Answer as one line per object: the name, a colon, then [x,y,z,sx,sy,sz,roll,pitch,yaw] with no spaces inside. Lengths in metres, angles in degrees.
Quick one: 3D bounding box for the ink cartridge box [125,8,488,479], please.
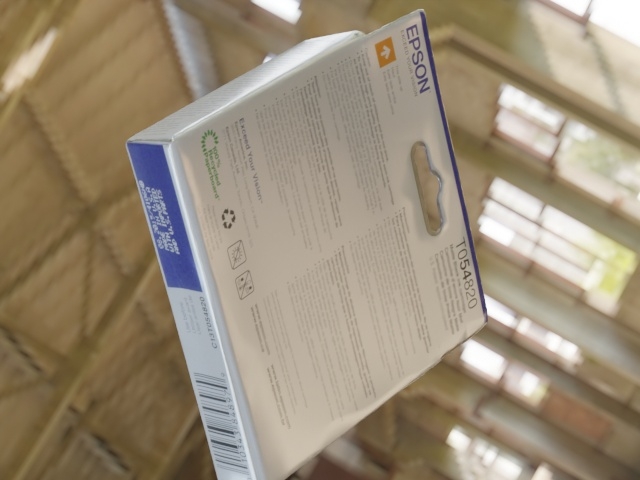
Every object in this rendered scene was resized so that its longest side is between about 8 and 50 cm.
ink cartridge box: [0.000,0.000,1.106,0.224,0.045,0.223,-31,-63,-41]
